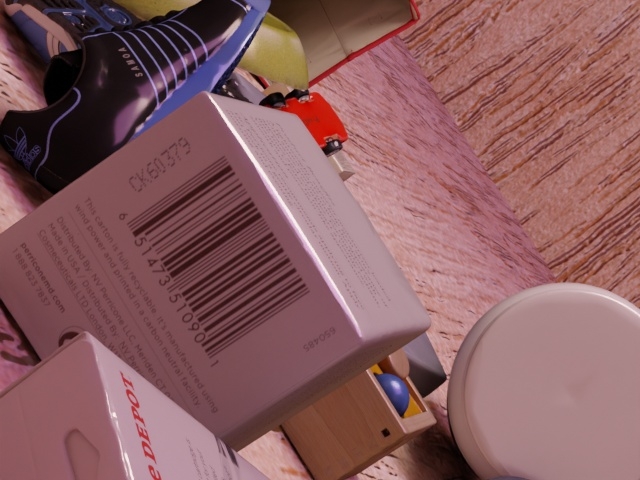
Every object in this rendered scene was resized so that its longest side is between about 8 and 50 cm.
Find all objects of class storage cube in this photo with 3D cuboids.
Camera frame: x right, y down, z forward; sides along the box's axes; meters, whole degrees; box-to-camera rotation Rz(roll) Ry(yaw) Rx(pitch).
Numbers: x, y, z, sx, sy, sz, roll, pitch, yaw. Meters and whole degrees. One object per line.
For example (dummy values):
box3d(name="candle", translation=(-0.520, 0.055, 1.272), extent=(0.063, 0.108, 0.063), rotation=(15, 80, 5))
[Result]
box3d(name="storage cube", translation=(-0.034, -0.304, 1.878), extent=(0.215, 0.184, 0.193), rotation=(52, 10, -41))

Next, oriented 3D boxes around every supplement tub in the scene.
box3d(name="supplement tub", translation=(0.203, 0.136, 1.503), extent=(0.191, 0.191, 0.272), rotation=(57, -1, 7))

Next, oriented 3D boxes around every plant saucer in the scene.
box3d(name="plant saucer", translation=(-0.108, -0.190, 1.389), extent=(0.241, 0.037, 0.241), rotation=(28, 10, -5))

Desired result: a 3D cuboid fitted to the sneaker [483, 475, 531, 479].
box3d(name="sneaker", translation=(0.212, 0.319, 1.328), extent=(0.319, 0.112, 0.131), rotation=(52, 9, -10))

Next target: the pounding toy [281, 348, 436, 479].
box3d(name="pounding toy", translation=(0.023, 0.086, 1.236), extent=(0.130, 0.100, 0.141), rotation=(58, 11, 9))

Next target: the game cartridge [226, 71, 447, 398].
box3d(name="game cartridge", translation=(0.000, 0.000, 1.520), extent=(0.297, 0.062, 0.198), rotation=(61, 8, 26))

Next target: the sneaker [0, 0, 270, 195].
box3d(name="sneaker", translation=(-0.110, -0.106, 1.091), extent=(0.090, 0.081, 0.232), rotation=(35, 42, -2))

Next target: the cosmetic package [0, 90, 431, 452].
box3d(name="cosmetic package", translation=(-0.055, 0.027, 0.949), extent=(0.151, 0.151, 0.184), rotation=(58, 12, 9))

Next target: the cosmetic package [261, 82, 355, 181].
box3d(name="cosmetic package", translation=(-0.017, -0.104, 1.775), extent=(0.115, 0.041, 0.060), rotation=(57, 12, 9))

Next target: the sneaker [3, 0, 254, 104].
box3d(name="sneaker", translation=(-0.136, -0.099, 1.196), extent=(0.211, 0.081, 0.080), rotation=(39, 30, 7))

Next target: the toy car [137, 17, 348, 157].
box3d(name="toy car", translation=(-0.083, -0.083, 1.348), extent=(0.225, 0.053, 0.239), rotation=(41, 33, -22))

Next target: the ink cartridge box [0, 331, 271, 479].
box3d(name="ink cartridge box", translation=(-0.059, 0.149, 0.757), extent=(0.191, 0.082, 0.139), rotation=(44, 15, -41))
